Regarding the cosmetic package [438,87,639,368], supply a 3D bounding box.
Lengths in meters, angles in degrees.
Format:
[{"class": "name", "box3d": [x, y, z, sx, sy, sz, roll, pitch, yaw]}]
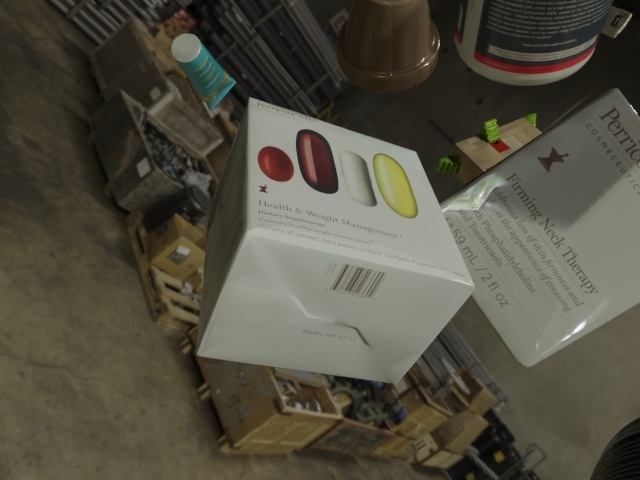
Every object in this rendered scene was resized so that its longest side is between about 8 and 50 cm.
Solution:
[{"class": "cosmetic package", "box3d": [0.446, -0.021, 1.024, 0.329, 0.394, 0.327, 56, 10, 5]}]

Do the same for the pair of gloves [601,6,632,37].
[{"class": "pair of gloves", "box3d": [0.722, -0.648, 1.337, 0.204, 0.240, 0.042, 30, 0, 20]}]

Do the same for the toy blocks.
[{"class": "toy blocks", "box3d": [0.597, -0.229, 1.613, 0.260, 0.382, 0.190, 55, -23, 31]}]

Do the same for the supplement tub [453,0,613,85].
[{"class": "supplement tub", "box3d": [0.274, -0.350, 0.637, 0.191, 0.191, 0.272, 56, -14, 32]}]

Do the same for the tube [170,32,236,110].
[{"class": "tube", "box3d": [-0.215, -0.311, 0.974, 0.052, 0.080, 0.207, 46, 0, 10]}]

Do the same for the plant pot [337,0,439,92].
[{"class": "plant pot", "box3d": [0.168, -0.532, 1.265, 0.263, 0.263, 0.229, 54, -11, 22]}]

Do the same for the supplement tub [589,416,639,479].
[{"class": "supplement tub", "box3d": [0.242, 0.230, 0.304, 0.316, 0.193, 0.193, -30, 78, -42]}]

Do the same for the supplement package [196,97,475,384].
[{"class": "supplement package", "box3d": [0.000, 0.000, 0.495, 0.194, 0.149, 0.203, 13, 38, -19]}]
